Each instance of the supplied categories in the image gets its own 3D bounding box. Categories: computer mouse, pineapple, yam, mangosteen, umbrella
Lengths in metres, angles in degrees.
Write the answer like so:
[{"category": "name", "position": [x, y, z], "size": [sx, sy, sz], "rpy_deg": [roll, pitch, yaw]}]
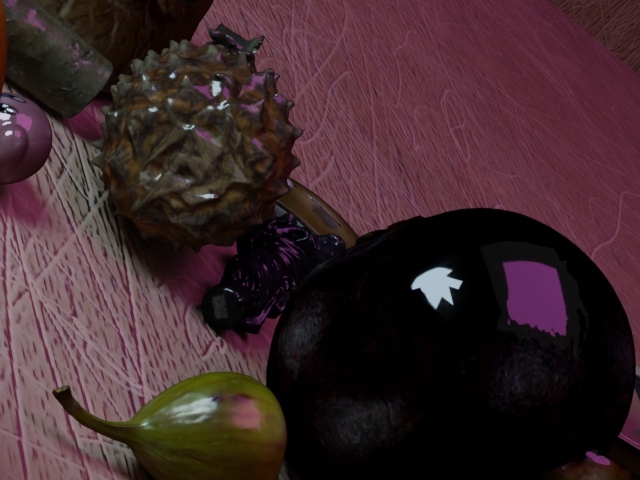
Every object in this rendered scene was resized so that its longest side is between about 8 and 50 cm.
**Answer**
[{"category": "computer mouse", "position": [0.002, -0.001, 1.754], "size": [0.199, 0.045, 0.102], "rpy_deg": [48, 16, 3]}, {"category": "pineapple", "position": [-0.100, -0.095, 1.587], "size": [0.175, 0.175, 0.361], "rpy_deg": [44, 5, -8]}, {"category": "yam", "position": [-0.250, -0.168, 1.521], "size": [0.169, 0.068, 0.068], "rpy_deg": [40, 19, -30]}, {"category": "mangosteen", "position": [0.103, 0.131, 1.376], "size": [0.275, 0.275, 0.302], "rpy_deg": [10, 61, -61]}, {"category": "umbrella", "position": [-0.045, 0.022, 1.573], "size": [0.080, 0.071, 0.224], "rpy_deg": [21, 19, 13]}]

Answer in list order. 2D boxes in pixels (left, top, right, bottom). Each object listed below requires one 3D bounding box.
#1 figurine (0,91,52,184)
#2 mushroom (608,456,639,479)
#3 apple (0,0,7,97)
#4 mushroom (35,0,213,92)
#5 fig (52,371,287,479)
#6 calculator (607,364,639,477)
[{"category": "figurine", "position": [-0.229, -0.075, 1.362], "size": [0.083, 0.071, 0.067], "rpy_deg": [-56, 144, -64]}, {"category": "mushroom", "position": [0.182, 0.198, 1.543], "size": [0.126, 0.177, 0.397], "rpy_deg": [16, 32, -23]}, {"category": "apple", "position": [-0.298, -0.098, 0.947], "size": [0.299, 0.275, 0.299], "rpy_deg": [40, 14, -12]}, {"category": "mushroom", "position": [-0.176, -0.263, 1.650], "size": [0.278, 0.146, 0.278], "rpy_deg": [4, 84, -54]}, {"category": "fig", "position": [-0.103, 0.119, 1.237], "size": [0.166, 0.093, 0.093], "rpy_deg": [19, 26, -14]}, {"category": "calculator", "position": [0.307, 0.168, 1.503], "size": [0.236, 0.033, 0.157], "rpy_deg": [23, 24, -17]}]
